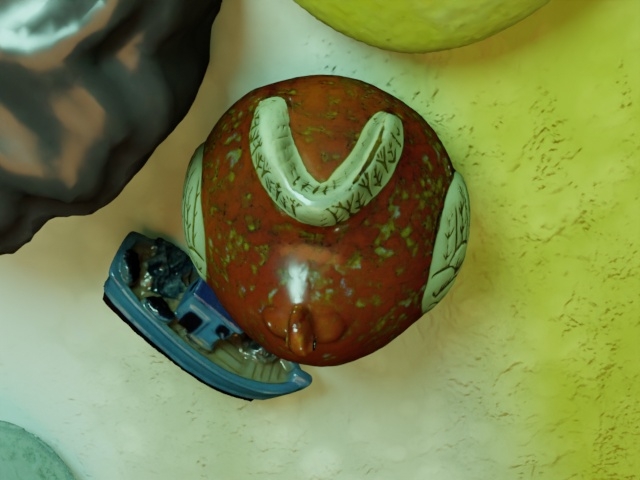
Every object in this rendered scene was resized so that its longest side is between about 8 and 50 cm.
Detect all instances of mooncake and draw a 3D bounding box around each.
[{"bbox_3d":[-0.276,-0.170,0.758,0.381,0.212,0.350,23,117,-8],"label":"mooncake"}]

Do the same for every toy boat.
[{"bbox_3d":[-0.098,0.072,0.943,0.223,0.100,0.097,39,130,-16],"label":"toy boat"}]

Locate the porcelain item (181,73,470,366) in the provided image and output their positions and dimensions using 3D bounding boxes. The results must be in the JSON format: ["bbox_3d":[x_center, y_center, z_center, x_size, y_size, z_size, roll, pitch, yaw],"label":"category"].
[{"bbox_3d":[0.000,0.000,0.818,0.253,0.253,0.253,3,119,5],"label":"porcelain item"}]

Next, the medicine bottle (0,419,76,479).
[{"bbox_3d":[-0.406,0.335,1.045,0.290,0.245,0.245,-35,110,20],"label":"medicine bottle"}]

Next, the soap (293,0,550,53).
[{"bbox_3d":[0.114,-0.322,0.691,0.306,0.115,0.427,39,116,-19],"label":"soap"}]
